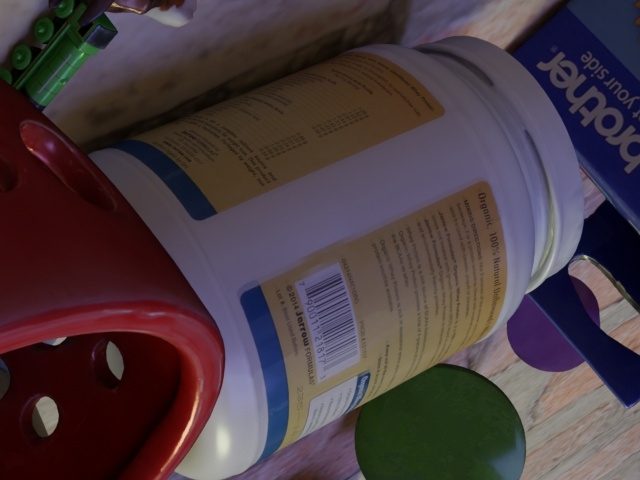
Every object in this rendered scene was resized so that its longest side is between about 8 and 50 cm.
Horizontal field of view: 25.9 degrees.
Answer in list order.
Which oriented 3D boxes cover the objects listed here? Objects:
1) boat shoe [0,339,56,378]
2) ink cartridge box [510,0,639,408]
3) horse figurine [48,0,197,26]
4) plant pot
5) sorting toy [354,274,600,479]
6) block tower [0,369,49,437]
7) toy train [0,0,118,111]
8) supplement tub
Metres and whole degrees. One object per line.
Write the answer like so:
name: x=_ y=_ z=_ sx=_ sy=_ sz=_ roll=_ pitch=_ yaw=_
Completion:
boat shoe: x=-0.144 y=0.042 z=0.609 sx=0.035 sy=0.035 sz=0.100 roll=-2 pitch=147 yaw=-40
ink cartridge box: x=0.287 y=-0.073 z=0.717 sx=0.395 sy=0.270 sz=0.151 roll=-44 pitch=153 yaw=13
horse figurine: x=0.033 y=-0.172 z=0.445 sx=0.263 sy=0.066 sz=0.174 roll=-45 pitch=161 yaw=21
plant pot: x=-0.148 y=0.020 z=0.394 sx=0.191 sy=0.174 sz=0.191 roll=-30 pitch=154 yaw=-17
sorting toy: x=0.083 y=0.153 z=1.085 sx=0.365 sy=0.127 sz=0.126 roll=-50 pitch=-177 yaw=19
block tower: x=-0.248 y=0.160 z=0.563 sx=0.335 sy=0.097 sz=0.091 roll=-29 pitch=155 yaw=-1
toy train: x=-0.087 y=-0.075 z=0.496 sx=0.083 sy=0.024 sz=0.017 roll=-47 pitch=155 yaw=18
supplement tub: x=0.000 y=0.000 z=0.602 sx=0.199 sy=0.144 sz=0.144 roll=-25 pitch=153 yaw=-27
